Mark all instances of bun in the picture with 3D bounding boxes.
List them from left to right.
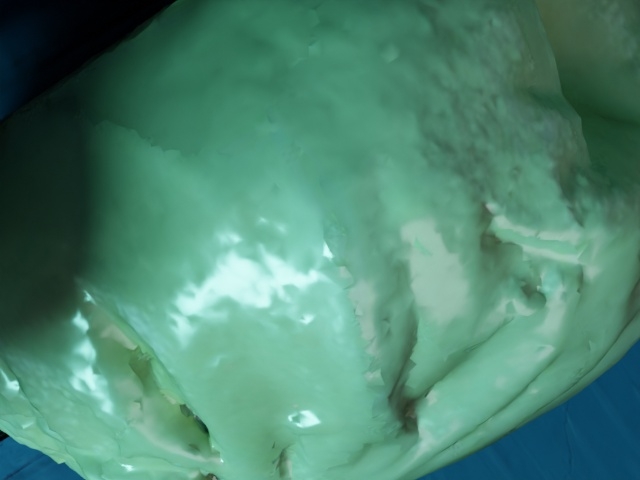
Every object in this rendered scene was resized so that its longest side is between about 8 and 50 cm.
[{"bbox_3d":[0.000,0.000,0.811,0.360,0.211,0.360,-30,-179,1],"label":"bun"}]

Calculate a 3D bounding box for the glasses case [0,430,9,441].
[{"bbox_3d":[-0.224,0.090,0.985,0.314,0.075,0.122,-30,164,-18],"label":"glasses case"}]
